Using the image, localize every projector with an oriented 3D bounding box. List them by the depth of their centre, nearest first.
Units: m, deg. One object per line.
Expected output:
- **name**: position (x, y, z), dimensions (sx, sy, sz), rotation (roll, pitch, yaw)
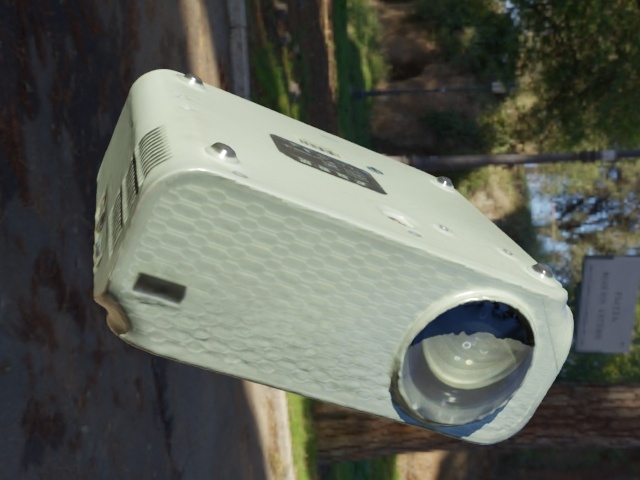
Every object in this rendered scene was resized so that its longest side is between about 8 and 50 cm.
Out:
- **projector**: position (0.000, 0.000, 0.463), dimensions (0.108, 0.250, 0.198), rotation (-62, -157, 16)
